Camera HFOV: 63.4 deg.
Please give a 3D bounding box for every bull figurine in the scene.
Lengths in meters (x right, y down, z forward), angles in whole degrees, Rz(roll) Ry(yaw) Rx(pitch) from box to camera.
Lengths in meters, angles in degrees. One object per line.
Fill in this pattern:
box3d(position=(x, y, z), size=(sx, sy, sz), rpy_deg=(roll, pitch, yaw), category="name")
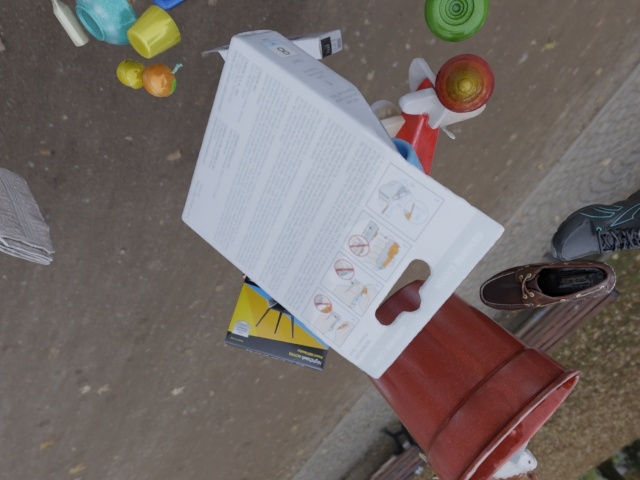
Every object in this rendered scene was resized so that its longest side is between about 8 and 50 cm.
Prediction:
box3d(position=(0.407, 0.585, 1.316), size=(0.189, 0.101, 0.310), rpy_deg=(1, 150, -9), category="bull figurine")

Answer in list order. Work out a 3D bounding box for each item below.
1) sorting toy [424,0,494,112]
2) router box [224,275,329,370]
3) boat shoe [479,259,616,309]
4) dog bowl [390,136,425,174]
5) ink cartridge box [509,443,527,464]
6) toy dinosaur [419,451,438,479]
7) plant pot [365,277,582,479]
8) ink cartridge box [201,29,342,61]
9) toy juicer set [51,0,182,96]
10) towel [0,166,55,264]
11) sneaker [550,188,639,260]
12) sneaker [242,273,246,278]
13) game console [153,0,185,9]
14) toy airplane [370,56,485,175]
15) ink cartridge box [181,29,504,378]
box3d(position=(0.265, -0.427, 1.000), size=(0.127, 0.365, 0.126), rpy_deg=(-6, -163, 16), category="sorting toy")
box3d(position=(-0.066, 0.145, 0.929), size=(0.046, 0.179, 0.133), rpy_deg=(114, -8, -72), category="router box")
box3d(position=(0.350, 0.068, 0.821), size=(0.207, 0.073, 0.073), rpy_deg=(-16, 164, 30), category="boat shoe")
box3d(position=(0.034, -0.109, 0.828), size=(0.166, 0.297, 0.074), rpy_deg=(-41, 131, -28), category="dog bowl")
box3d(position=(0.422, 0.365, 1.180), size=(0.066, 0.189, 0.232), rpy_deg=(44, 73, -41), category="ink cartridge box")
box3d(position=(0.283, 0.444, 0.996), size=(0.183, 0.053, 0.092), rpy_deg=(0, 123, 4), category="toy dinosaur")
box3d(position=(0.212, 0.215, 0.832), size=(0.272, 0.265, 0.272), rpy_deg=(-28, 142, -24), category="plant pot")
box3d(position=(-0.138, -0.548, 1.493), size=(0.175, 0.371, 0.069), rpy_deg=(-52, 141, -55), category="ink cartridge box")
box3d(position=(-0.371, -0.385, 0.933), size=(0.089, 0.329, 0.209), rpy_deg=(-50, 166, -22), category="toy juicer set")
box3d(position=(-0.715, -0.077, 1.180), size=(0.049, 0.282, 0.187), rpy_deg=(-35, 161, 1), category="towel")
box3d(position=(0.591, -0.027, 1.021), size=(0.267, 0.106, 0.101), rpy_deg=(-26, 117, 6), category="sneaker")
box3d(position=(-0.162, 0.118, 1.548), size=(0.131, 0.319, 0.112), rpy_deg=(-28, 177, -35), category="sneaker")
box3d(position=(-0.261, -0.667, 1.087), size=(0.293, 0.173, 0.250), rpy_deg=(-24, 110, 13), category="game console")
box3d(position=(0.206, -0.283, 1.298), size=(0.384, 0.272, 0.386), rpy_deg=(-47, 142, 16), category="toy airplane")
box3d(position=(0.005, -0.040, 0.689), size=(0.091, 0.385, 0.308), rpy_deg=(-38, 162, -50), category="ink cartridge box")
